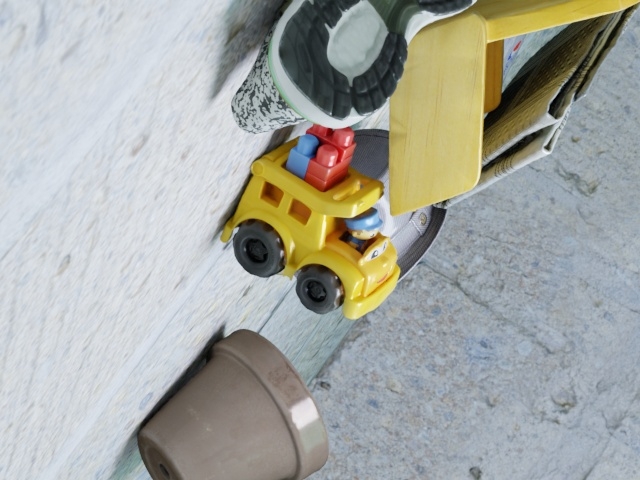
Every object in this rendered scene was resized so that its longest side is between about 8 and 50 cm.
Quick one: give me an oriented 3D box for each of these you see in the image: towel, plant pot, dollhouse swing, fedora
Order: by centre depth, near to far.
[{"bbox_3d":[0.262,-0.214,1.666,0.347,0.305,0.315,-64,155,-65],"label":"dollhouse swing"},{"bbox_3d":[0.309,-0.199,1.771,0.312,0.056,0.324,-53,-173,-28],"label":"towel"},{"bbox_3d":[0.054,-0.060,1.874,0.275,0.243,0.124,-51,141,-18],"label":"fedora"},{"bbox_3d":[-0.151,0.303,2.001,0.229,0.263,0.263,-31,160,-28],"label":"plant pot"}]

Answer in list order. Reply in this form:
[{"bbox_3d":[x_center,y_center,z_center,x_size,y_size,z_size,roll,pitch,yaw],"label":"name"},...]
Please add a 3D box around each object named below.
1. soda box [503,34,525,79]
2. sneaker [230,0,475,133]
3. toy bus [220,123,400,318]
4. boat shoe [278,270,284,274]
[{"bbox_3d":[0.304,-0.348,2.359,0.091,0.098,0.286,-49,169,-27],"label":"soda box"},{"bbox_3d":[0.027,-0.244,1.358,0.182,0.158,0.410,-20,-159,44],"label":"sneaker"},{"bbox_3d":[0.011,-0.041,1.618,0.149,0.220,0.211,-35,152,-52],"label":"toy bus"},{"bbox_3d":[0.000,0.000,2.069,0.104,0.089,0.285,-59,170,27],"label":"boat shoe"}]
